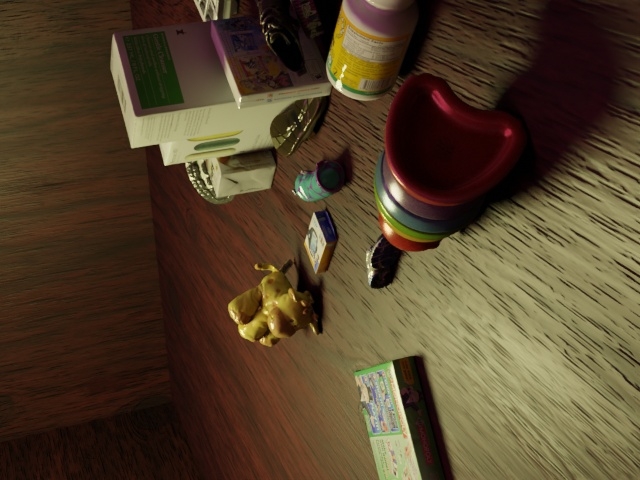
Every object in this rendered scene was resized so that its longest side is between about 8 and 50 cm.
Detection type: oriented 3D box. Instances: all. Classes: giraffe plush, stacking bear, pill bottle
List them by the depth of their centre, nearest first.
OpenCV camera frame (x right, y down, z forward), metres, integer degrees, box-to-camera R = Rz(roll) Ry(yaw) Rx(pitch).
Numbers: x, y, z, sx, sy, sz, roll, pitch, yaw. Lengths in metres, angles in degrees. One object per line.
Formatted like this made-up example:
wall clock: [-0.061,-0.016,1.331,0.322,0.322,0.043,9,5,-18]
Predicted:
stacking bear: [0.149,-0.071,1.280,0.175,0.164,0.289,29,161,7]
pill bottle: [0.082,-0.321,1.394,0.208,0.117,0.118,109,145,-56]
giraffe plush: [-0.082,0.160,2.102,0.170,0.181,0.210,31,95,52]

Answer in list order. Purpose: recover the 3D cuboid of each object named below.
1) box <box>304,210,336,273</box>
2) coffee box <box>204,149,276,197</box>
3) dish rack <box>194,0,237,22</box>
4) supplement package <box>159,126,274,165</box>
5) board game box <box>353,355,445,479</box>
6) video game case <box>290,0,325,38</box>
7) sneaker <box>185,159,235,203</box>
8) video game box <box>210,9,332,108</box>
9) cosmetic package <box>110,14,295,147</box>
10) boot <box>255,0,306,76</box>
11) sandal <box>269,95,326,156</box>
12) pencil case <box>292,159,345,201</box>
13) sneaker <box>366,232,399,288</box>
box: [0.000,0.000,1.932,0.136,0.028,0.081,105,149,-54]
coffee box: [-0.214,-0.239,2.240,0.098,0.141,0.247,108,145,-55]
dish rack: [-0.254,-0.697,2.217,0.333,0.072,0.286,102,151,-48]
supplement package: [-0.235,-0.313,2.071,0.199,0.262,0.198,127,130,-65]
board game box: [0.150,0.380,1.680,0.213,0.046,0.317,144,115,-68]
video game case: [-0.055,-0.514,1.673,0.210,0.041,0.232,52,-159,-74]
sneaker: [-0.283,-0.305,2.483,0.182,0.158,0.411,-46,-52,-75]
video game box: [-0.096,-0.352,1.777,0.048,0.187,0.205,108,147,-53]
cosmetic package: [-0.226,-0.330,1.883,0.155,0.365,0.197,125,129,-66]
boot: [-0.098,-0.451,1.682,0.263,0.091,0.229,48,-158,-48]
sandal: [-0.037,-0.243,1.874,0.219,0.060,0.090,-47,61,49]
pencil case: [-0.004,-0.117,1.823,0.070,0.064,0.151,55,161,-7]
sneaker: [0.101,0.025,1.626,0.135,0.052,0.058,102,155,-47]
